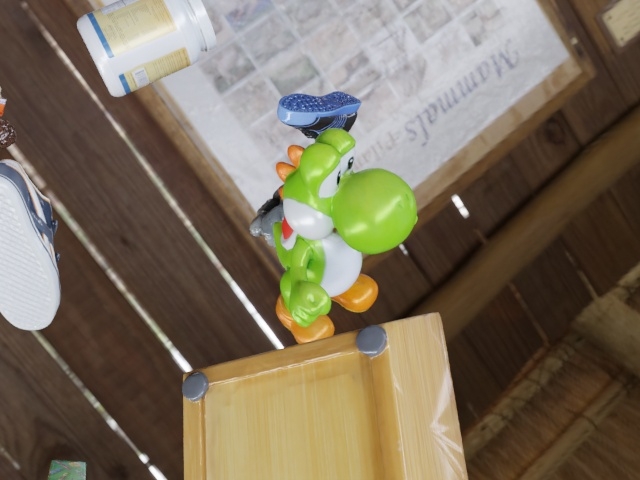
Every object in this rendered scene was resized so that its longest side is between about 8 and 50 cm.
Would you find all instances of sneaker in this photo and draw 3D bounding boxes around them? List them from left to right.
[{"bbox_3d":[-0.536,0.005,1.415,0.126,0.321,0.127,-2,-149,0],"label":"sneaker"},{"bbox_3d":[-0.005,-0.213,1.416,0.232,0.081,0.090,-18,135,-53],"label":"sneaker"}]

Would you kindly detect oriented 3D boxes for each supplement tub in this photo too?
[{"bbox_3d":[-0.291,-0.344,1.323,0.199,0.144,0.144,-26,-168,-10],"label":"supplement tub"}]

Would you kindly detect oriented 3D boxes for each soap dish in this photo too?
[{"bbox_3d":[0.000,0.210,0.609,0.229,0.118,0.291,-16,-118,21],"label":"soap dish"}]

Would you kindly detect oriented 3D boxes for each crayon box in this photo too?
[{"bbox_3d":[-0.562,0.591,1.694,0.278,0.081,0.165,173,-74,-74],"label":"crayon box"}]

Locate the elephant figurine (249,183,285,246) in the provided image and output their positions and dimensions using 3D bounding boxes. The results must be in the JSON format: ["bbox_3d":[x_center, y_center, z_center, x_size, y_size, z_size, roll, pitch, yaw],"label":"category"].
[{"bbox_3d":[0.000,0.000,1.486,0.169,0.239,0.186,-51,-164,-17],"label":"elephant figurine"}]

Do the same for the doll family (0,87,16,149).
[{"bbox_3d":[-0.506,-0.103,0.993,0.263,0.163,0.118,-39,-178,21],"label":"doll family"}]

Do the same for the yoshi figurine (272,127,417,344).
[{"bbox_3d":[0.038,0.014,1.084,0.203,0.362,0.203,-2,-129,-4],"label":"yoshi figurine"}]
